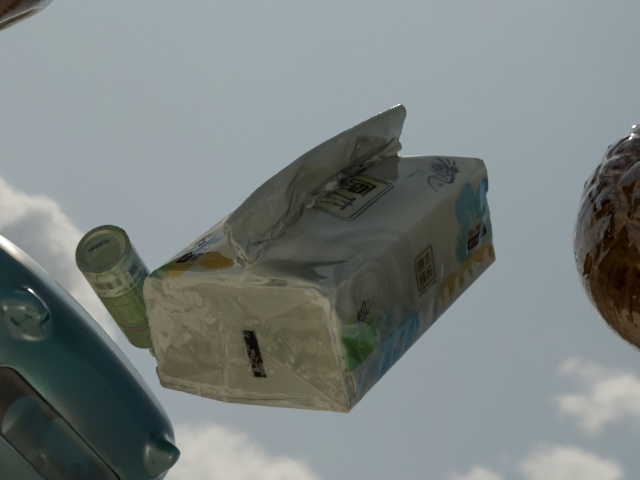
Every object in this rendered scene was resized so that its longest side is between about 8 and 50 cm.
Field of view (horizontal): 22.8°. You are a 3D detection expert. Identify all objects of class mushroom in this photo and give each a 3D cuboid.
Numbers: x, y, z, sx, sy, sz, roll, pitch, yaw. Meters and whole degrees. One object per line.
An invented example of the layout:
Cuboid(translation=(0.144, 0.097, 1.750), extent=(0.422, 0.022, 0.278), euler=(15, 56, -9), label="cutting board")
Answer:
Cuboid(translation=(0.299, -0.016, 1.148), extent=(0.253, 0.253, 0.153), euler=(1, -43, 42), label="mushroom")

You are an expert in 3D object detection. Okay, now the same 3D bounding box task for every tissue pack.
Cuboid(translation=(0.000, 0.000, 1.103), extent=(0.159, 0.229, 0.145), euler=(4, -64, 33), label="tissue pack")
Cuboid(translation=(-0.249, 0.128, 1.231), extent=(0.206, 0.198, 0.287), euler=(14, -34, 50), label="tissue pack")

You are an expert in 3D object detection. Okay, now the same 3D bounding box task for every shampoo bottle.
Cuboid(translation=(-0.192, 0.063, 1.656), extent=(0.065, 0.065, 0.204), euler=(16, -27, 25), label="shampoo bottle")

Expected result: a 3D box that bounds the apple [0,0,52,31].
Cuboid(translation=(-0.317, -0.296, 1.375), extent=(0.257, 0.257, 0.234), euler=(-16, -82, 53), label="apple")
